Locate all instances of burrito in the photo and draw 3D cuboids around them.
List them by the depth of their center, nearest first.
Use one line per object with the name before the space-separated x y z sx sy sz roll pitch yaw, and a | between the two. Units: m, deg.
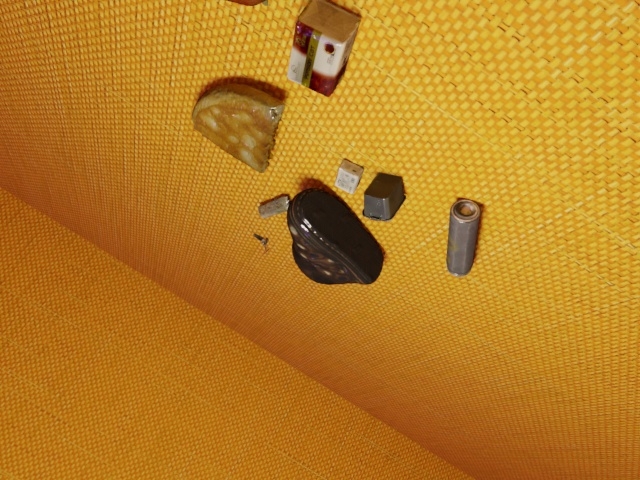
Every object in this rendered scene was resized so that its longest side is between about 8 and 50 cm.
burrito | -0.143 -0.106 1.717 0.171 0.042 0.051 -14 100 47

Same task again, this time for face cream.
face cream | 0.363 0.008 1.390 0.073 0.073 0.283 18 150 22

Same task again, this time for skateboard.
skateboard | -0.219 0.013 2.008 0.063 0.032 0.083 30 152 22

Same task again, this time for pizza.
pizza | -0.216 -0.327 1.385 0.257 0.087 0.268 33 151 3

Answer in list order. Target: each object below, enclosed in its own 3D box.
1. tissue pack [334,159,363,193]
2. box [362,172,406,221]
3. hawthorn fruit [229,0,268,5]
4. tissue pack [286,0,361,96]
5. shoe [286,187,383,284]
tissue pack | 0.074 -0.166 1.414 0.062 0.042 0.083 26 152 5
box | 0.157 -0.111 1.351 0.084 0.122 0.069 13 136 27
hawthorn fruit | -0.144 -0.499 0.943 0.199 0.199 0.251 18 164 23
tissue pack | 0.003 -0.378 1.070 0.106 0.099 0.149 28 152 4
shoe | 0.000 0.000 1.620 0.237 0.171 0.384 -8 142 44
